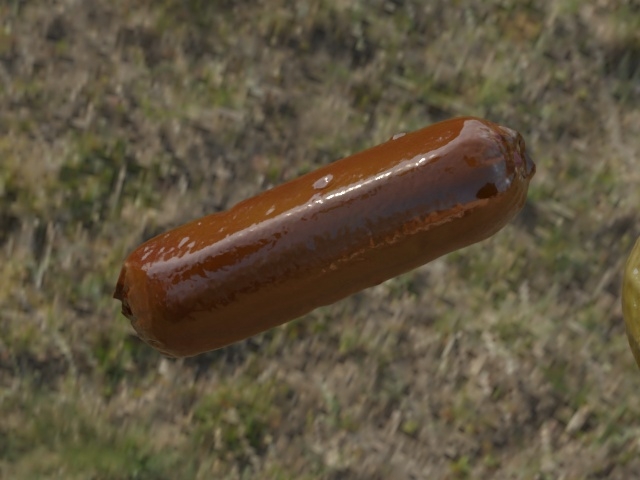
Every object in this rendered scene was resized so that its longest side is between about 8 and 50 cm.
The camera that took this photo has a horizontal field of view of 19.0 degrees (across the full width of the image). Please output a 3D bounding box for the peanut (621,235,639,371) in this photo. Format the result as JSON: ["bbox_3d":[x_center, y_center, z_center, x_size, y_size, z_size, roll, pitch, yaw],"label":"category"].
[{"bbox_3d":[0.262,0.066,1.273,0.095,0.108,0.226,18,31,-21],"label":"peanut"}]

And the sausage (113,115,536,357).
[{"bbox_3d":[0.000,-0.001,1.476,0.348,0.097,0.094,-23,18,9],"label":"sausage"}]
